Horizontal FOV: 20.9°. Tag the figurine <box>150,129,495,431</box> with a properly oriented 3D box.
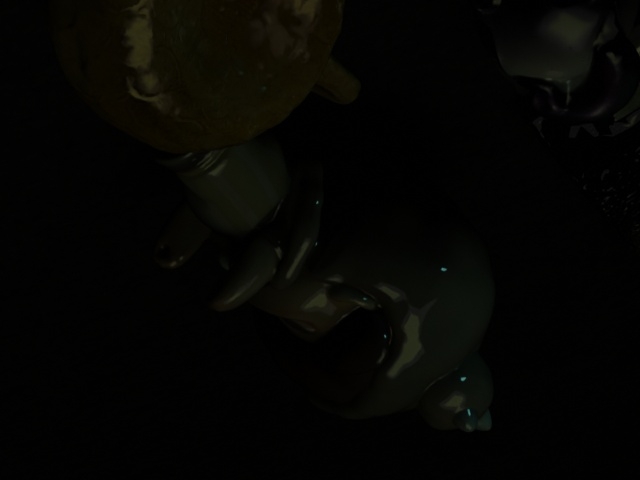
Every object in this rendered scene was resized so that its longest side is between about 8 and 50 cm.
[{"bbox_3d":[-0.001,0.000,1.380,0.203,0.248,0.380,-47,129,-2],"label":"figurine"}]

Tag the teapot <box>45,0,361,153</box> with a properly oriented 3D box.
[{"bbox_3d":[-0.092,-0.166,1.162,0.311,0.167,0.203,24,93,-46],"label":"teapot"}]

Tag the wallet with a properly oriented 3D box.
[{"bbox_3d":[0.321,-0.102,1.513,0.221,0.071,0.262,-31,137,16],"label":"wallet"}]

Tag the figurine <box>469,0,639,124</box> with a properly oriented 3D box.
[{"bbox_3d":[0.185,-0.185,1.283,0.145,0.145,0.222,-12,142,-11],"label":"figurine"}]
